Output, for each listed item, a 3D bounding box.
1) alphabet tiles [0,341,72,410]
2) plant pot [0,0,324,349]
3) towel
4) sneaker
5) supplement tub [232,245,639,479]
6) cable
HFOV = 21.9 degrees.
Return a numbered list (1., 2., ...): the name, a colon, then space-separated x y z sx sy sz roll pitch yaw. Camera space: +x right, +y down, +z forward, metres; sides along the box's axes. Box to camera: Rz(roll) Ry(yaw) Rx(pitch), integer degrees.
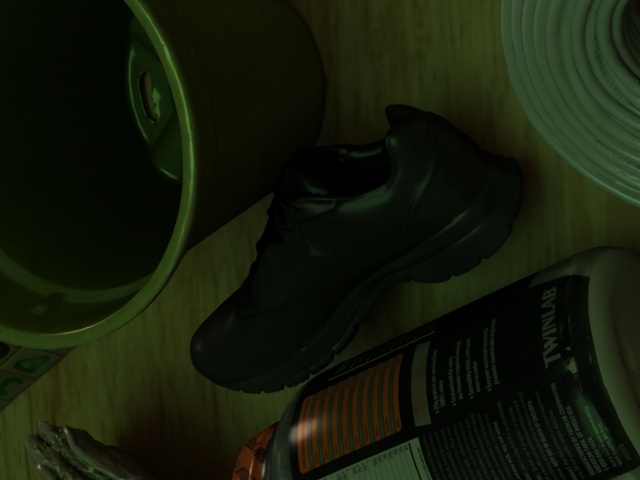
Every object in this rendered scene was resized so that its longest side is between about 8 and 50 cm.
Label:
1. alphabet tiles: -0.340 0.095 1.346 0.198 0.237 0.009 -39 49 32
2. plant pot: -0.134 -0.092 1.148 0.276 0.254 0.276 8 108 28
3. towel: -0.096 0.239 1.264 0.282 0.187 0.049 38 85 15
4. sneaker: 0.000 0.000 1.158 0.286 0.109 0.130 -38 122 25
5. supplement tub: 0.103 0.146 1.109 0.316 0.193 0.193 -27 88 33
6. cable: 0.225 -0.127 0.960 0.257 0.089 0.257 -10 124 42
